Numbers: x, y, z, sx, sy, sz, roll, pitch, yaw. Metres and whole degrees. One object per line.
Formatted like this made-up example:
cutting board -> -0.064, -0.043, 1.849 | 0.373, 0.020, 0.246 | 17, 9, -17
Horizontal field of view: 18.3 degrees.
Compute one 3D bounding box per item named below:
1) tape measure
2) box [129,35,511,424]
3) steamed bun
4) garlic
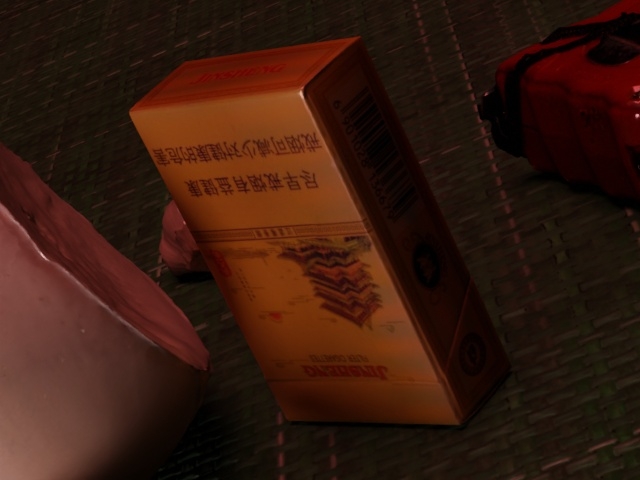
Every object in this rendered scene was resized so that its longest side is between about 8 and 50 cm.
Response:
tape measure -> 0.290, -0.132, 1.589 | 0.260, 0.114, 0.253 | -31, 23, -13
box -> 0.000, 0.000, 1.390 | 0.174, 0.274, 0.076 | -3, 32, 44
steamed bun -> -0.245, 0.070, 1.457 | 0.206, 0.324, 0.324 | -47, 22, 4
garlic -> -0.102, -0.014, 1.802 | 0.113, 0.074, 0.094 | -30, 27, 32
